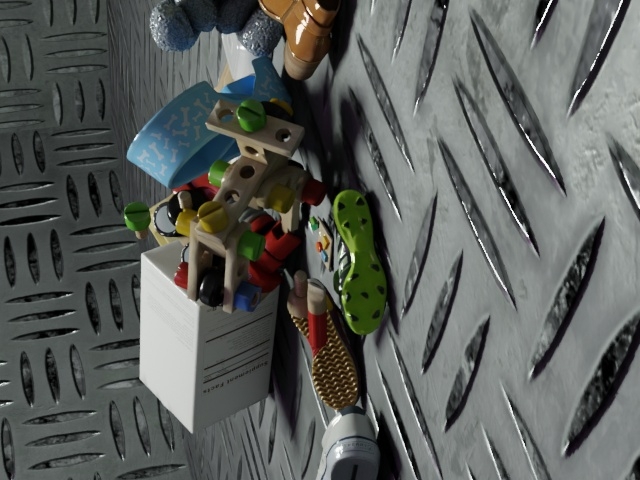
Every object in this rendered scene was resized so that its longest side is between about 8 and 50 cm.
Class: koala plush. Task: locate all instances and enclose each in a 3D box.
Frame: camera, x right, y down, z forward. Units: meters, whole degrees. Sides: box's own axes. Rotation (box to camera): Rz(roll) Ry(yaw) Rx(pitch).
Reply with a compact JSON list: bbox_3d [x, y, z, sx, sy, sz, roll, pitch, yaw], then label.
[{"bbox_3d":[-0.147,-0.408,1.681,0.221,0.196,0.203,100,170,-60],"label":"koala plush"}]

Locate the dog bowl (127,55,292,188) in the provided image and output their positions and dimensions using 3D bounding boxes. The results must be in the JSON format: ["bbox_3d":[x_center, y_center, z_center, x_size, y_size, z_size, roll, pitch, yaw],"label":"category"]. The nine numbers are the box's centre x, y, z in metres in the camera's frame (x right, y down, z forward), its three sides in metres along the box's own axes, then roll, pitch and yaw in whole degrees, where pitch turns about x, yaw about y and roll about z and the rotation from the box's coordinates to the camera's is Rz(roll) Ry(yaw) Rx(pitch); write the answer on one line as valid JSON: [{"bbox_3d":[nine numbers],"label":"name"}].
[{"bbox_3d":[-0.149,-0.165,1.684,0.074,0.297,0.166,49,129,6],"label":"dog bowl"}]

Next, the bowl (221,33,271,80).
[{"bbox_3d":[-0.122,-0.323,1.892,0.142,0.053,0.142,110,147,-63],"label":"bowl"}]

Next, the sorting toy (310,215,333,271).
[{"bbox_3d":[0.000,0.000,1.678,0.083,0.012,0.062,-120,25,-54],"label":"sorting toy"}]

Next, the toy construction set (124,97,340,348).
[{"bbox_3d":[-0.075,-0.035,1.493,0.309,0.257,0.237,48,159,26],"label":"toy construction set"}]

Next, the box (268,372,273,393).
[{"bbox_3d":[-0.162,0.173,2.307,0.270,0.060,0.216,-161,64,-73],"label":"box"}]

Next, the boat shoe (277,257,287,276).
[{"bbox_3d":[-0.097,-0.006,1.977,0.065,0.075,0.206,-67,26,18],"label":"boat shoe"}]

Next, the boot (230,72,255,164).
[{"bbox_3d":[-0.092,-0.167,1.868,0.086,0.069,0.190,36,133,39],"label":"boot"}]

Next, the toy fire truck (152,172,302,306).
[{"bbox_3d":[-0.117,-0.042,1.816,0.217,0.246,0.158,52,-162,16],"label":"toy fire truck"}]

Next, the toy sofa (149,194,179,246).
[{"bbox_3d":[-0.233,-0.023,2.361,0.150,0.177,0.362,59,170,-13],"label":"toy sofa"}]

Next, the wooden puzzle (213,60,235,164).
[{"bbox_3d":[-0.141,-0.201,2.065,0.238,0.044,0.221,144,117,-69],"label":"wooden puzzle"}]

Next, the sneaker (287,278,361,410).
[{"bbox_3d":[0.016,0.140,1.616,0.084,0.069,0.186,-37,-70,-71],"label":"sneaker"}]

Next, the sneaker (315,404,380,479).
[{"bbox_3d":[0.038,0.317,1.600,0.258,0.094,0.091,107,170,-50],"label":"sneaker"}]

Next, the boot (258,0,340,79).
[{"bbox_3d":[-0.020,-0.320,1.484,0.152,0.072,0.197,120,136,-61],"label":"boot"}]

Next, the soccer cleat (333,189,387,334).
[{"bbox_3d":[0.048,0.027,1.442,0.072,0.060,0.179,80,-177,-85],"label":"soccer cleat"}]

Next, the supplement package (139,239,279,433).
[{"bbox_3d":[-0.198,0.153,2.049,0.177,0.175,0.293,39,136,35],"label":"supplement package"}]
